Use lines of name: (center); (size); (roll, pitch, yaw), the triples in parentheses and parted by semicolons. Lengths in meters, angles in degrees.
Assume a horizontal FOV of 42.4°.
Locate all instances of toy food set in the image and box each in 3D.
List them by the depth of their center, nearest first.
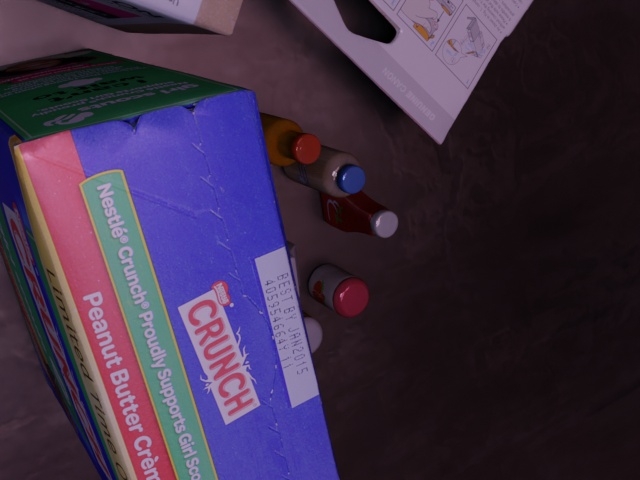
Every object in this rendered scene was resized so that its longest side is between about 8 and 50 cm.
toy food set: (0.000, 0.000, 0.731); (0.111, 0.104, 0.232); (-16, 112, -27)

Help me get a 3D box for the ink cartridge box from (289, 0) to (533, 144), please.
ink cartridge box: (0.069, -0.275, 0.717); (0.296, 0.066, 0.261); (37, 84, -33)

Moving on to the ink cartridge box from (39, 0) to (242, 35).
ink cartridge box: (-0.181, -0.204, 0.509); (0.234, 0.193, 0.088); (14, 96, -33)

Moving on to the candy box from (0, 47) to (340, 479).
candy box: (-0.127, 0.025, 0.533); (0.122, 0.317, 0.268); (-21, 114, -25)
